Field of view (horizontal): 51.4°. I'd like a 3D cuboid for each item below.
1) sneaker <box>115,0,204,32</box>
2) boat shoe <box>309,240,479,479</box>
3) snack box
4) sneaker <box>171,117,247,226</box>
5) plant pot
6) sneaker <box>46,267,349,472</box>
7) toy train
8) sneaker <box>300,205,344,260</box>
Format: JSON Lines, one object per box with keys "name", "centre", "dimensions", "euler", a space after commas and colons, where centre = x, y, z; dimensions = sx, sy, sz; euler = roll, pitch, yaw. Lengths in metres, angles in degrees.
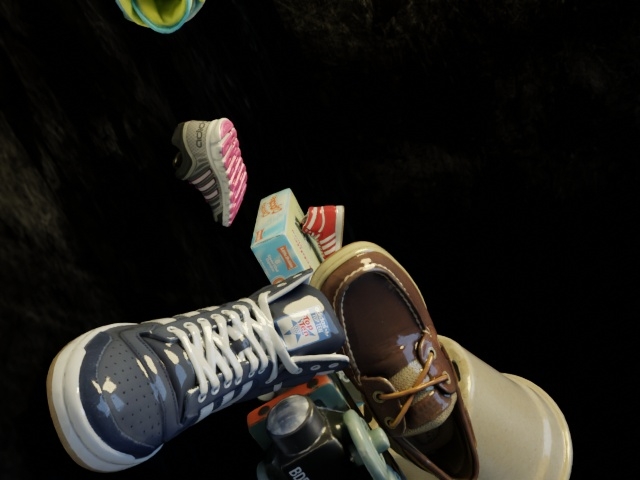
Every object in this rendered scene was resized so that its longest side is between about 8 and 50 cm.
{"name": "sneaker", "centre": [-0.199, -0.356, 0.880], "dimensions": [0.208, 0.127, 0.319], "euler": [66, 20, 4]}
{"name": "boat shoe", "centre": [0.097, 0.149, 0.707], "dimensions": [0.123, 0.123, 0.342], "euler": [41, -22, 53]}
{"name": "snack box", "centre": [-0.007, 0.092, 1.067], "dimensions": [0.187, 0.060, 0.322], "euler": [-91, 156, -66]}
{"name": "sneaker", "centre": [-0.135, -0.082, 0.793], "dimensions": [0.170, 0.075, 0.063], "euler": [88, 16, -56]}
{"name": "plant pot", "centre": [0.233, 0.329, 1.186], "dimensions": [0.305, 0.334, 0.334], "euler": [45, 23, -38]}
{"name": "sneaker", "centre": [-0.070, 0.087, 0.510], "dimensions": [0.282, 0.153, 0.099], "euler": [16, 51, -76]}
{"name": "toy train", "centre": [0.029, 0.265, 0.729], "dimensions": [0.334, 0.142, 0.190], "euler": [58, 0, -28]}
{"name": "sneaker", "centre": [0.000, 0.000, 1.043], "dimensions": [0.042, 0.067, 0.118], "euler": [-95, -172, -68]}
